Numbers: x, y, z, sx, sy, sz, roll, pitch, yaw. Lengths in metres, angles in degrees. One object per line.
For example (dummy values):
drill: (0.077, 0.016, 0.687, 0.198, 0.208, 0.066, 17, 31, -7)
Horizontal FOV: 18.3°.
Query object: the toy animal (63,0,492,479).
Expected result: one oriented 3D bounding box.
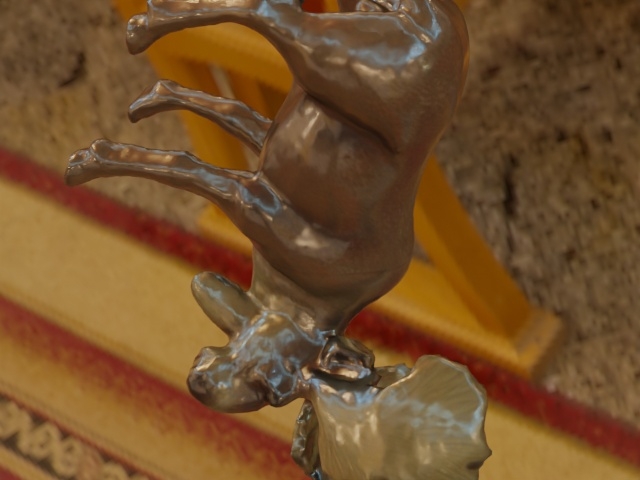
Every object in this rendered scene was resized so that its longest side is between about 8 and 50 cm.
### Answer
toy animal: (0.000, 0.000, 0.716, 0.186, 0.214, 0.094, 31, 37, 5)
